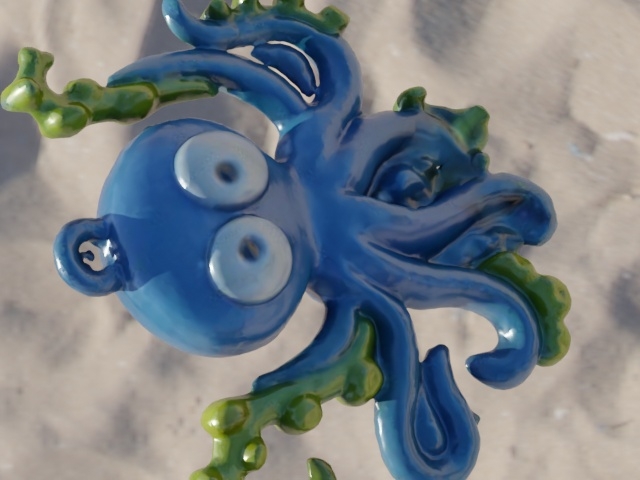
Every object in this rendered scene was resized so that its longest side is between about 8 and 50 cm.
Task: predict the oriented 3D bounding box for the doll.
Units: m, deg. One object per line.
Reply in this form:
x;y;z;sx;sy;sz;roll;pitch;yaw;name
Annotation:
0.000;0.000;1.161;0.099;0.341;0.346;145;112;-64;doll
